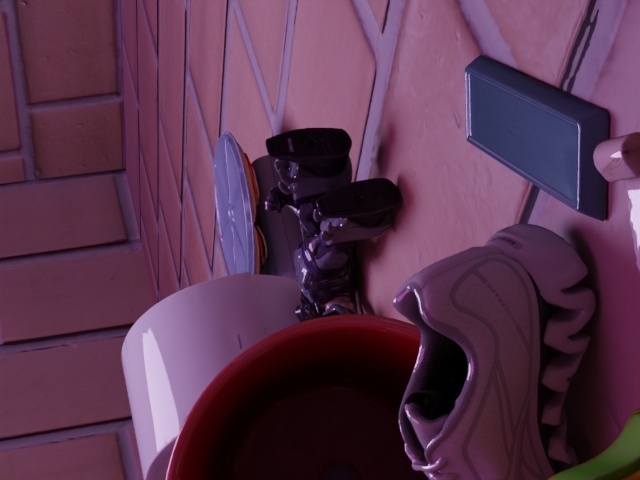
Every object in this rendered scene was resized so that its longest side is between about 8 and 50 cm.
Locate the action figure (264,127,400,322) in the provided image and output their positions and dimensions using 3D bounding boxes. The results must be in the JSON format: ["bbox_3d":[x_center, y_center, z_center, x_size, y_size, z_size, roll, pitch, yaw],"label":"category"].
[{"bbox_3d":[0.000,0.000,1.237,0.285,0.099,0.185,98,150,-61],"label":"action figure"}]

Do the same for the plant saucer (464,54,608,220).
[{"bbox_3d":[0.133,-0.070,0.805,0.192,0.018,0.067,-129,33,-67],"label":"plant saucer"}]

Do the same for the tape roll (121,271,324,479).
[{"bbox_3d":[-0.088,0.176,1.382,0.246,0.246,0.169,99,159,-51],"label":"tape roll"}]

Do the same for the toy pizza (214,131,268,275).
[{"bbox_3d":[-0.096,-0.035,1.531,0.201,0.032,0.201,173,90,-76],"label":"toy pizza"}]

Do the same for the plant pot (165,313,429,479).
[{"bbox_3d":[0.017,0.203,0.994,0.243,0.275,0.274,109,152,-82],"label":"plant pot"}]

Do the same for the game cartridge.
[{"bbox_3d":[-0.068,0.033,1.636,0.294,0.060,0.196,116,140,-67],"label":"game cartridge"}]

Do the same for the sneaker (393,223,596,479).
[{"bbox_3d":[0.106,0.139,0.795,0.110,0.118,0.292,13,113,56],"label":"sneaker"}]

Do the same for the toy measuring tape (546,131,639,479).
[{"bbox_3d":[0.146,0.112,0.653,0.121,0.121,0.330,164,97,-77],"label":"toy measuring tape"}]
